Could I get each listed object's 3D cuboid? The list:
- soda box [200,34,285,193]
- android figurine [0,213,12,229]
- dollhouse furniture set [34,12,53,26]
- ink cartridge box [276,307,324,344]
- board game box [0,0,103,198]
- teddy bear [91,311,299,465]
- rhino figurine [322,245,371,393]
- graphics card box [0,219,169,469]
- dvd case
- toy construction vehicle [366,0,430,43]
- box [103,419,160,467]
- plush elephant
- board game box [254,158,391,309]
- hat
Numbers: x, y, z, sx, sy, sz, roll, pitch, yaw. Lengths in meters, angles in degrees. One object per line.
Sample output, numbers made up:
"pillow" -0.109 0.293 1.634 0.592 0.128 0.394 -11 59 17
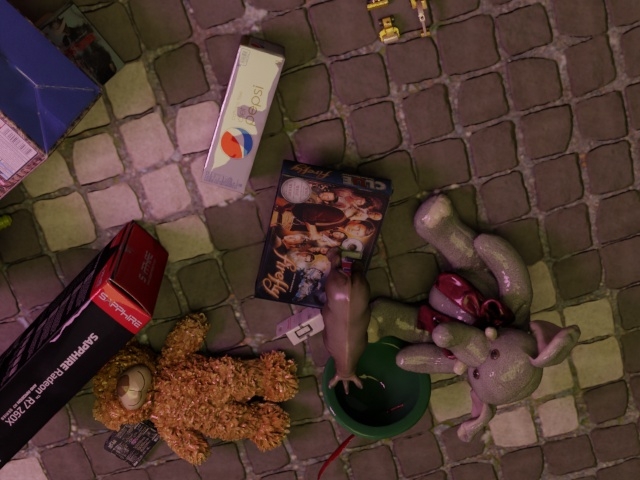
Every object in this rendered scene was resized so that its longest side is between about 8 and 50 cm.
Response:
"soda box" -0.114 -0.184 1.513 0.069 0.074 0.216 16 111 -8
"android figurine" -0.601 0.002 1.547 0.273 0.056 0.248 -30 112 -14
"dollhouse furniture set" -0.427 -0.256 1.498 0.151 0.123 0.144 -22 117 45
"ink cartridge box" -0.029 0.136 1.662 0.083 0.048 0.028 -29 110 11
"board game box" -0.475 -0.181 1.391 0.232 0.141 0.291 45 140 -17
"teddy bear" -0.201 0.247 1.670 0.338 0.113 0.245 26 107 -12
"rhino figurine" 0.038 0.137 1.570 0.073 0.106 0.243 -2 121 -4
"graphics card box" -0.388 0.158 1.560 0.371 0.233 0.094 -43 108 14
"dvd case" -0.342 -0.271 1.466 0.013 0.087 0.119 -23 113 44
"toy construction vehicle" 0.110 -0.332 1.479 0.086 0.035 0.098 -12 112 3
"box" -0.316 0.337 1.751 0.067 0.018 0.083 35 107 -15
"plush elephant" 0.238 0.145 1.562 0.330 0.255 0.272 31 108 -14
"board game box" 0.000 0.000 1.575 0.165 0.042 0.243 10 128 -6
"hat" 0.065 0.272 1.730 0.208 0.183 0.173 -22 72 -20
